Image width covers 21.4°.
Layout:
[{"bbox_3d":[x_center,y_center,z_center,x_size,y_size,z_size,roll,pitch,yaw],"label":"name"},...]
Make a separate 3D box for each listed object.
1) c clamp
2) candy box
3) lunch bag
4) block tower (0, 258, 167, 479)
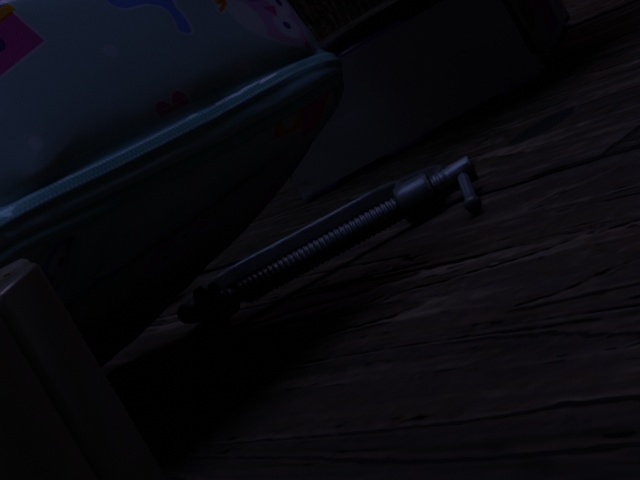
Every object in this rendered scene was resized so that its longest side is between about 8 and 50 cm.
[{"bbox_3d":[0.000,0.000,0.750,0.160,0.022,0.137,-28,8,13],"label":"c clamp"},{"bbox_3d":[0.062,-0.113,1.054,0.165,0.070,0.196,-28,9,19],"label":"candy box"},{"bbox_3d":[-0.131,0.007,0.671,0.224,0.108,0.279,-35,-7,-44],"label":"lunch bag"},{"bbox_3d":[-0.190,0.120,0.451,0.335,0.097,0.091,-26,9,18],"label":"block tower"}]
